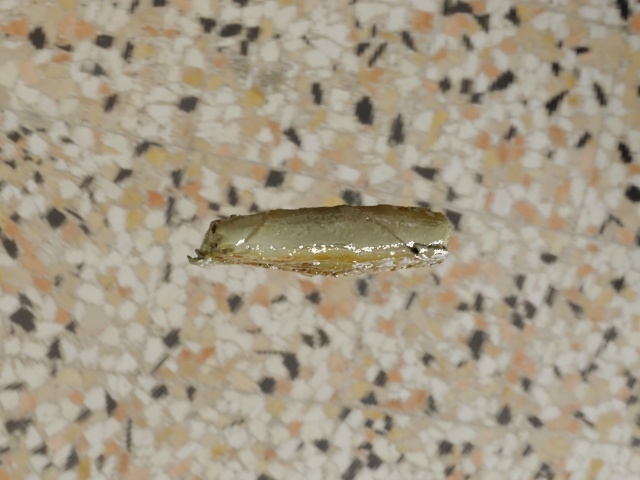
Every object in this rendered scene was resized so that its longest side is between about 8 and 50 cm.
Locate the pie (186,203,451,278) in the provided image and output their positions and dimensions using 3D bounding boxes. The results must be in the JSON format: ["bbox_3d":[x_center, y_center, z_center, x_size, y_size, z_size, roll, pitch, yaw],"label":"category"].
[{"bbox_3d":[0.000,0.000,1.487,0.282,0.128,0.068,-2,72,-17],"label":"pie"}]
